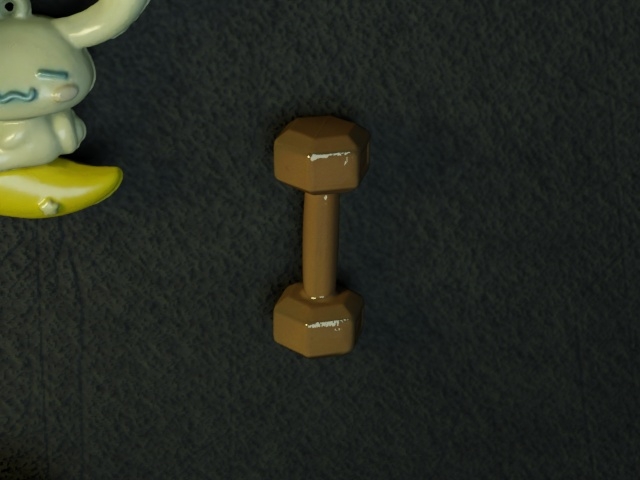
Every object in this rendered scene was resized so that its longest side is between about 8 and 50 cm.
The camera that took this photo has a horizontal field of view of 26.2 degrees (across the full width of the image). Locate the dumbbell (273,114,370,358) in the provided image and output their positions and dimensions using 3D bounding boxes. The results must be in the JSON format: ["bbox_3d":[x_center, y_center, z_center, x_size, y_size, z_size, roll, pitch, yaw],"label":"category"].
[{"bbox_3d":[0.000,0.000,1.287,0.082,0.092,0.231,8,117,14],"label":"dumbbell"}]

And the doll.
[{"bbox_3d":[-0.262,-0.125,1.138,0.252,0.111,0.237,0,114,-5],"label":"doll"}]
